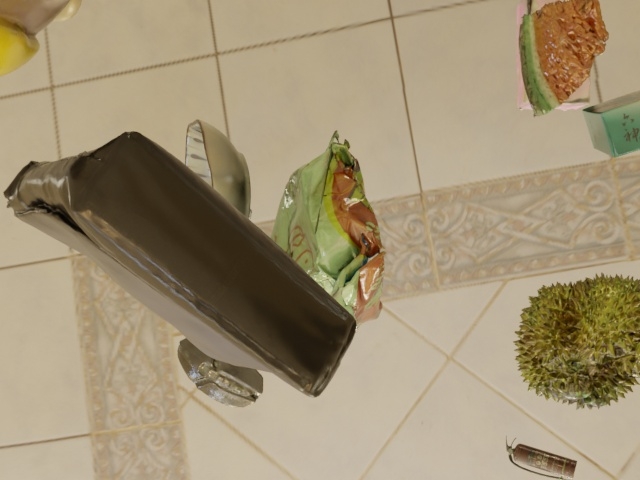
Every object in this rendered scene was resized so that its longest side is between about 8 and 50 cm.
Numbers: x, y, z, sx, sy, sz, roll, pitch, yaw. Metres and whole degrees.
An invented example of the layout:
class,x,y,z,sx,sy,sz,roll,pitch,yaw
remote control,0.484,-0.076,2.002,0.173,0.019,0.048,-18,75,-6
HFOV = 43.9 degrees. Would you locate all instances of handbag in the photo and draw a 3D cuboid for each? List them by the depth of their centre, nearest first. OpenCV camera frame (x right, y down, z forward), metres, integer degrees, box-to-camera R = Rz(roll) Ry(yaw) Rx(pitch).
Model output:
class,x,y,z,sx,sy,sz,roll,pitch,yaw
handbag,-0.109,0.016,0.607,0.247,0.223,0.080,42,71,-26

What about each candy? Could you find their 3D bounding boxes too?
class,x,y,z,sx,sy,sz,roll,pitch,yaw
candy,0.532,-0.431,1.808,0.156,0.116,0.264,0,87,-2

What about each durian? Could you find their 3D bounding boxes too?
class,x,y,z,sx,sy,sz,roll,pitch,yaw
durian,0.494,0.180,1.472,0.291,0.224,0.291,-4,119,-7

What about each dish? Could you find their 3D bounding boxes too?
class,x,y,z,sx,sy,sz,roll,pitch,yaw
dish,-0.130,-0.068,1.036,0.066,0.191,0.190,-4,82,-19

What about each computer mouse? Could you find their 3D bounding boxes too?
class,x,y,z,sx,sy,sz,roll,pitch,yaw
computer mouse,-0.201,0.255,1.557,0.192,0.062,0.105,36,102,3

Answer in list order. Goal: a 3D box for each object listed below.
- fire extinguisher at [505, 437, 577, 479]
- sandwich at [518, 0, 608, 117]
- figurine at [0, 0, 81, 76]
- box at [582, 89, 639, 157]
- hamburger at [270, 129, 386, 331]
class,x,y,z,sx,sy,sz,roll,pitch,yaw
fire extinguisher,0.483,0.485,1.757,0.158,0.043,0.064,13,89,23
sandwich,0.424,-0.319,1.376,0.160,0.109,0.184,-10,94,33
figurine,-0.194,-0.250,0.525,0.344,0.187,0.215,-33,111,-7
box,0.613,-0.235,1.547,0.153,0.245,0.092,-17,97,12
hamburger,-0.004,0.006,1.090,0.151,0.276,0.260,-10,82,-3
